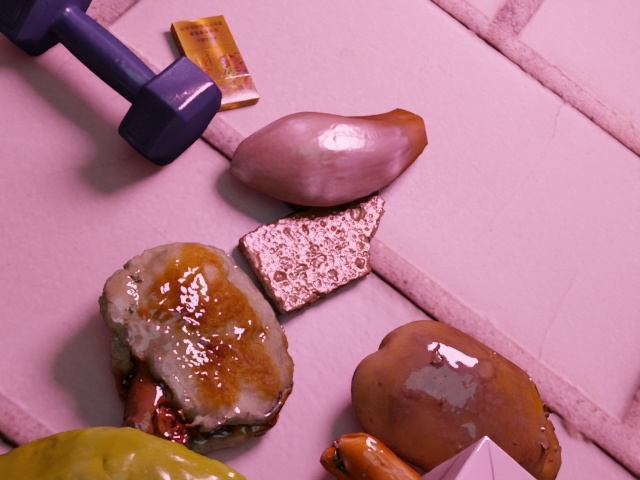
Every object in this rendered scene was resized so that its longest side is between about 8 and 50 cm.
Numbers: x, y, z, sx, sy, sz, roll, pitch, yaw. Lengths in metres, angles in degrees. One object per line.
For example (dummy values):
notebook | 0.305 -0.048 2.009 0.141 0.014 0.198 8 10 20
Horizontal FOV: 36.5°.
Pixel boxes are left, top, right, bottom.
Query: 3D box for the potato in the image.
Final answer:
potato | 0.184 0.219 1.252 0.296 0.141 0.191 31 61 -5

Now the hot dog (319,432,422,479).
hot dog | 0.106 0.330 1.189 0.249 0.100 0.068 40 62 0

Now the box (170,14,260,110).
box | -0.158 -0.265 1.448 0.089 0.022 0.156 -14 69 -24

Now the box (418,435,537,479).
box | 0.143 0.382 1.037 0.225 0.341 0.143 41 51 4

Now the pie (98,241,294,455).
pie | -0.149 0.130 1.217 0.257 0.105 0.274 -1 66 -36

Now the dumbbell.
dumbbell | -0.291 -0.250 1.325 0.325 0.160 0.144 42 87 4

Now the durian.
durian | -0.238 0.317 1.024 0.340 0.204 0.255 27 70 -3

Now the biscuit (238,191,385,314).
biscuit | 0.010 0.007 1.364 0.237 0.026 0.131 -25 74 -29

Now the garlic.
garlic | 0.029 -0.130 1.396 0.318 0.112 0.143 -12 49 -34
